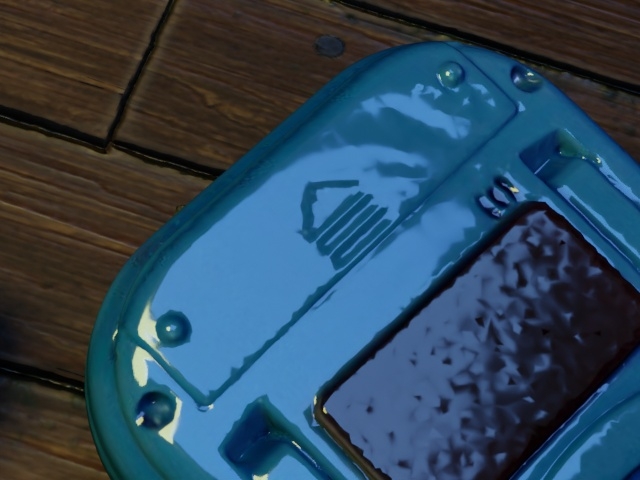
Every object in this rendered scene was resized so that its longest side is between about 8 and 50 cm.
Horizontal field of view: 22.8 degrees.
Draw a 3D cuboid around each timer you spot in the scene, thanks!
[{"bbox_3d":[0.064,0.065,0.858,0.309,0.115,0.340,45,69,6],"label":"timer"}]

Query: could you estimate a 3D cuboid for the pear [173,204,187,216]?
[{"bbox_3d":[0.000,0.000,1.037,0.216,0.166,0.180,17,60,38],"label":"pear"}]
